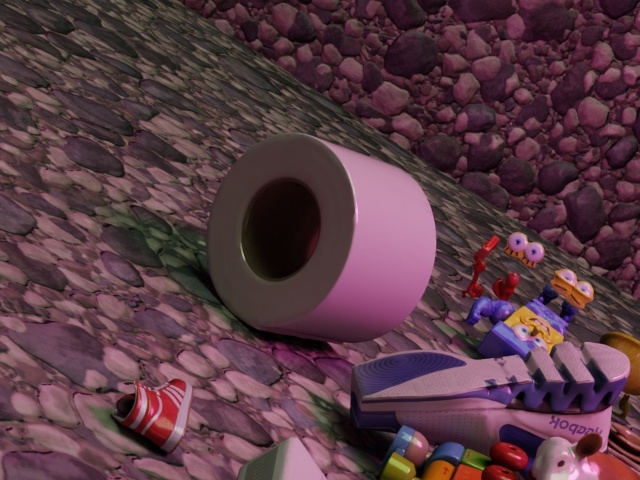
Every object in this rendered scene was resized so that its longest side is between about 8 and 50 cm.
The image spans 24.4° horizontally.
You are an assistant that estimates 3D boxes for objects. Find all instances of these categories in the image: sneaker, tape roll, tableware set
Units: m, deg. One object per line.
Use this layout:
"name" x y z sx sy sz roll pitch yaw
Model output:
"sneaker" -0.159 0.151 1.396 0.067 0.042 0.118 31 15 -13
"tape roll" 0.000 0.000 1.858 0.169 0.246 0.246 14 21 -49
"tableware set" 0.510 0.327 2.225 0.194 0.039 0.128 32 13 5
"sneaker" 0.193 0.224 1.676 0.316 0.182 0.127 -3 19 -1

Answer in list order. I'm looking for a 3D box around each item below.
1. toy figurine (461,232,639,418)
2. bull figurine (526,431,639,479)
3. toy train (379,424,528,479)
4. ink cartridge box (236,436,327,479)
"toy figurine" 0.332 0.183 2.267 0.362 0.191 0.217 40 45 8
"bull figurine" 0.308 0.301 1.556 0.188 0.101 0.310 67 14 20
"toy train" 0.121 0.262 1.503 0.143 0.105 0.248 22 12 9
"ink cartridge box" 0.020 0.317 1.141 0.261 0.066 0.296 55 10 -10
